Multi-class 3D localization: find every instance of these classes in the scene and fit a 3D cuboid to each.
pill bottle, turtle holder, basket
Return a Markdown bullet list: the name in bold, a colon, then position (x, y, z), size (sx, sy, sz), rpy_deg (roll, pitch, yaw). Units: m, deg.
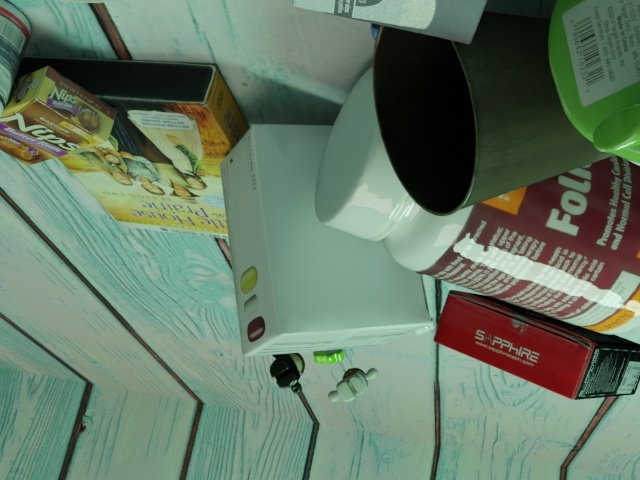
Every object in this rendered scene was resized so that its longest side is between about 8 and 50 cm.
- **pill bottle**: position (-0.421, -0.194, 1.137), size (0.107, 0.180, 0.108), rpy_deg (11, 158, 4)
- **turtle holder**: position (0.343, -0.187, 0.741), size (0.227, 0.243, 0.320), rpy_deg (12, 124, -42)
- **pill bottle**: position (0.208, -0.048, 1.110), size (0.392, 0.224, 0.224), rpy_deg (18, 158, -16)
- **basket**: position (0.190, -0.133, 0.914), size (0.226, 0.204, 0.154), rpy_deg (-8, 160, -26)

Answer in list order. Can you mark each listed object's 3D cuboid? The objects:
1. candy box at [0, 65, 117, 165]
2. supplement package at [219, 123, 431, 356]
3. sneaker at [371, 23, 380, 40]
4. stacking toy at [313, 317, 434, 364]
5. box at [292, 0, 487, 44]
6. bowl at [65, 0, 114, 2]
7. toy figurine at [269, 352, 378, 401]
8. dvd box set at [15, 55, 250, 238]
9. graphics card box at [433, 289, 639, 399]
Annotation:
- **candy box**: position (-0.360, -0.154, 1.221), size (0.186, 0.053, 0.109), rpy_deg (-10, 148, 42)
- **supplement package**: position (0.000, 0.000, 1.216), size (0.204, 0.262, 0.145), rpy_deg (-2, 164, -24)
- **sneaker**: position (0.091, -0.241, 0.926), size (0.059, 0.053, 0.144), rpy_deg (24, 147, -30)
- **stacking toy**: position (0.072, 0.096, 1.545), size (0.221, 0.052, 0.167), rpy_deg (-19, 120, -7)
- **box**: position (0.069, -0.280, 0.714), size (0.163, 0.142, 0.247), rpy_deg (12, 158, 0)
- **bowl**: position (-0.230, -0.331, 0.759), size (0.297, 0.134, 0.298), rpy_deg (11, 158, 4)
- **toy figurine**: position (0.015, 0.194, 1.818), size (0.209, 0.213, 0.148), rpy_deg (11, -179, 5)
- **dvd box set**: position (-0.231, -0.118, 1.387), size (0.307, 0.062, 0.420), rpy_deg (6, 157, 16)
- **graphics card box**: position (0.360, 0.165, 1.517), size (0.232, 0.094, 0.371), rpy_deg (20, -175, 31)
